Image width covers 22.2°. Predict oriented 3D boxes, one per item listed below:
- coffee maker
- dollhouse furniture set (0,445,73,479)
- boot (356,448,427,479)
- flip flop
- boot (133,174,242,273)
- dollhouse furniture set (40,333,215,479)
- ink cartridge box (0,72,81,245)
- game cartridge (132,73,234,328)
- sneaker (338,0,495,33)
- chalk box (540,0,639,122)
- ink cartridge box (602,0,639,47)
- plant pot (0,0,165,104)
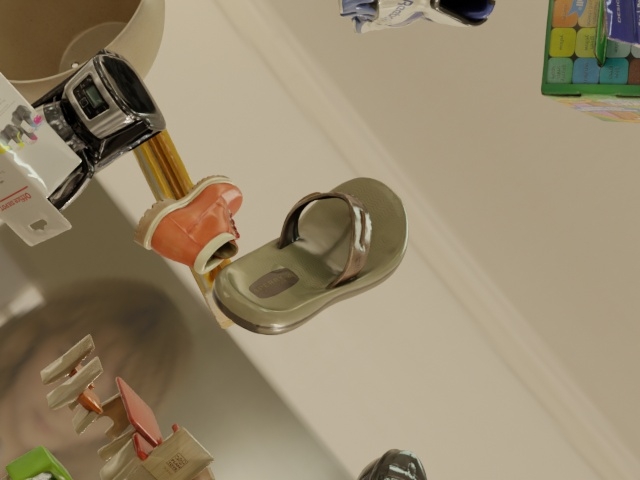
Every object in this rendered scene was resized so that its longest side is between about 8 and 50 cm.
[{"bbox_3d":[-0.271,-0.126,1.798,0.120,0.178,0.171,55,11,-15],"label":"coffee maker"},{"bbox_3d":[-0.309,0.435,2.023,0.301,0.151,0.197,49,-8,38],"label":"dollhouse furniture set"},{"bbox_3d":[-0.018,0.430,2.193,0.260,0.348,0.131,6,-23,37],"label":"boot"},{"bbox_3d":[0.000,0.000,1.538,0.112,0.277,0.080,32,-55,22],"label":"flip flop"},{"bbox_3d":[-0.106,-0.012,1.586,0.084,0.158,0.059,29,-60,16],"label":"boot"},{"bbox_3d":[-0.243,0.270,2.277,0.262,0.135,0.259,49,2,-26],"label":"dollhouse furniture set"},{"bbox_3d":[-0.310,-0.086,1.605,0.181,0.061,0.104,49,-34,-16],"label":"ink cartridge box"},{"bbox_3d":[-0.174,-0.041,2.034,0.285,0.052,0.324,63,-3,9],"label":"game cartridge"},{"bbox_3d":[0.129,-0.310,2.006,0.315,0.182,0.127,-37,133,-79],"label":"sneaker"},{"bbox_3d":[0.417,-0.270,2.234,0.179,0.180,0.289,5,-4,33],"label":"chalk box"},{"bbox_3d":[0.356,-0.340,1.661,0.072,0.307,0.304,-4,-91,25],"label":"ink cartridge box"},{"bbox_3d":[-0.320,-0.281,2.147,0.284,0.284,0.191,41,-8,30],"label":"plant pot"}]
